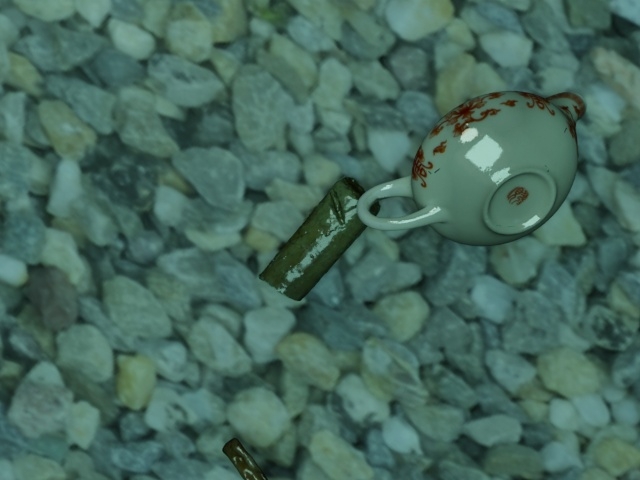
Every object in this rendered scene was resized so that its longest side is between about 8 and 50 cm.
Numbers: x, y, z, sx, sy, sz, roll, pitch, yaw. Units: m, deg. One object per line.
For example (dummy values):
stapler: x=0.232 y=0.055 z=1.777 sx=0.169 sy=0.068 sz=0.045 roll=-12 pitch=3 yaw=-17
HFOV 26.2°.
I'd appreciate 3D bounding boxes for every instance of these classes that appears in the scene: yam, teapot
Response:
yam: x=0.000 y=0.000 z=1.340 sx=0.054 sy=0.054 sz=0.132 roll=40 pitch=98 yaw=-5
teapot: x=0.153 y=-0.061 z=1.291 sx=0.245 sy=0.116 sz=0.159 roll=-14 pitch=143 yaw=-7

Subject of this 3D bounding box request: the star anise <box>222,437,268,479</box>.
star anise: x=0.018 y=0.365 z=1.367 sx=0.292 sy=0.109 sz=0.350 roll=-2 pitch=97 yaw=-5
